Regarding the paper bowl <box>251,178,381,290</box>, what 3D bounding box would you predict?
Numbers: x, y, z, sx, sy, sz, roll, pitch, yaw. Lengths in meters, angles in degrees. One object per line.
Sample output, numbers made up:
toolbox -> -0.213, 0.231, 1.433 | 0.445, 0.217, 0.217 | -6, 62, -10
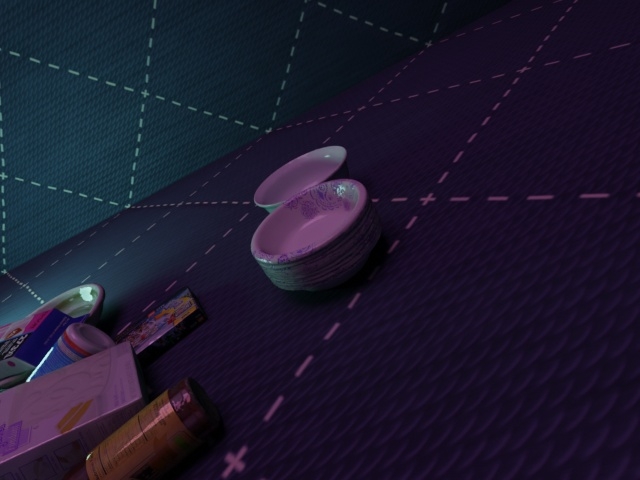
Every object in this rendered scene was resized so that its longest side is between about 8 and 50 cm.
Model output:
paper bowl -> 0.000, 0.000, 0.908 | 0.284, 0.148, 0.284 | -22, 29, 13

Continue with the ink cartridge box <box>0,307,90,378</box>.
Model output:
ink cartridge box -> -0.829, 0.289, 1.109 | 0.371, 0.069, 0.175 | -16, 32, 14

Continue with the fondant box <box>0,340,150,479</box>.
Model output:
fondant box -> -0.511, 0.349, 0.785 | 0.330, 0.096, 0.238 | -22, 24, -24

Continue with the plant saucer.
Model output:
plant saucer -> -0.816, 0.301, 1.236 | 0.400, 0.100, 0.400 | -20, 31, 12

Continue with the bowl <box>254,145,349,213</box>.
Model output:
bowl -> -0.031, -0.140, 1.178 | 0.298, 0.134, 0.298 | -23, 28, 14

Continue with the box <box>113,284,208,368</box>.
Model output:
box -> -0.413, 0.227, 1.042 | 0.233, 0.044, 0.159 | -38, 29, -13

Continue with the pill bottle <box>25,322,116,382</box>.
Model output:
pill bottle -> -0.606, 0.318, 0.965 | 0.221, 0.124, 0.124 | -53, 32, -6

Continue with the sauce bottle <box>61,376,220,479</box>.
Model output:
sauce bottle -> -0.328, 0.375, 0.660 | 0.344, 0.111, 0.111 | -39, 29, -11
